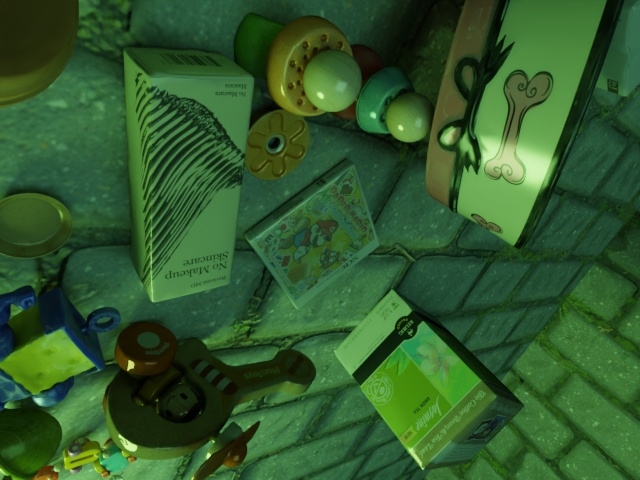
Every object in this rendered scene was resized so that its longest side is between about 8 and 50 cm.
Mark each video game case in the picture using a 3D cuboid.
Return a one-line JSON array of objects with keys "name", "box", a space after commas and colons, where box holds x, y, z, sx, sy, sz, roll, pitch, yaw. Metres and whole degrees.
[{"name": "video game case", "box": [0.000, 0.000, 0.768, 0.206, 0.026, 0.227, -37, 141, -9]}]

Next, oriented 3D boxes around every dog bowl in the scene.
[{"name": "dog bowl", "box": [0.266, -0.204, 0.606, 0.408, 0.150, 0.408, -54, 154, -41]}]

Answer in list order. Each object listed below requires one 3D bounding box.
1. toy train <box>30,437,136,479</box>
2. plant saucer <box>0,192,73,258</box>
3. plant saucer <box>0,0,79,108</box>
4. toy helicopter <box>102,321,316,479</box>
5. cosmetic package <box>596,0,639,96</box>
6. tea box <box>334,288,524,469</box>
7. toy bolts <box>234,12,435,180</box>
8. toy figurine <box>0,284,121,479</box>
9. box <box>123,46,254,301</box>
[{"name": "toy train", "box": [-0.399, 0.373, 0.739, 0.166, 0.046, 0.125, 25, 107, -46]}, {"name": "plant saucer", "box": [-0.317, -0.018, 0.481, 0.083, 0.015, 0.084, -24, 137, -25]}, {"name": "plant saucer", "box": [-0.240, -0.189, 0.288, 0.200, 0.037, 0.200, 6, 90, -69]}, {"name": "toy helicopter", "box": [-0.141, 0.243, 0.693, 0.354, 0.235, 0.140, 0, 123, -42]}, {"name": "cosmetic package", "box": [0.598, -0.477, 0.768, 0.385, 0.156, 0.217, -45, 141, 3]}, {"name": "tea box", "box": [0.266, 0.336, 1.065, 0.220, 0.323, 0.329, -49, 141, 6]}, {"name": "toy bolts", "box": [0.023, -0.150, 0.547, 0.228, 0.158, 0.219, -11, 130, -35]}, {"name": "toy figurine", "box": [-0.322, 0.172, 0.520, 0.217, 0.191, 0.363, -33, 141, -22]}, {"name": "box", "box": [-0.157, -0.068, 0.513, 0.113, 0.094, 0.275, -13, 131, -33]}]
